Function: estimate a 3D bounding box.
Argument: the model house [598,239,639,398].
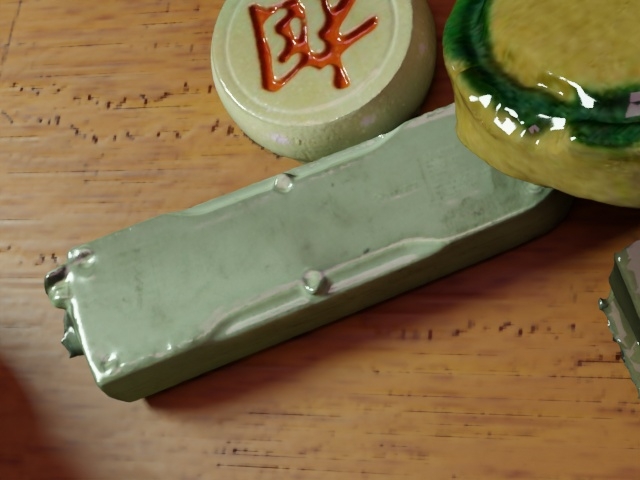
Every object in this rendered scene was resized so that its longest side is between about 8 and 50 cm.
[{"bbox_3d":[0.238,0.086,0.500,0.211,0.204,0.243,-22,80,12],"label":"model house"}]

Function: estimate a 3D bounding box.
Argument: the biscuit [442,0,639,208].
[{"bbox_3d":[0.197,-0.150,0.619,0.344,0.057,0.287,-32,39,-10],"label":"biscuit"}]

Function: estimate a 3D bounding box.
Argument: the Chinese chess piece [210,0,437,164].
[{"bbox_3d":[0.002,-0.101,0.724,0.122,0.051,0.122,-7,66,16],"label":"Chinese chess piece"}]

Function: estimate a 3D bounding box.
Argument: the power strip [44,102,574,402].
[{"bbox_3d":[0.000,-0.001,0.686,0.286,0.048,0.080,-23,66,9],"label":"power strip"}]
